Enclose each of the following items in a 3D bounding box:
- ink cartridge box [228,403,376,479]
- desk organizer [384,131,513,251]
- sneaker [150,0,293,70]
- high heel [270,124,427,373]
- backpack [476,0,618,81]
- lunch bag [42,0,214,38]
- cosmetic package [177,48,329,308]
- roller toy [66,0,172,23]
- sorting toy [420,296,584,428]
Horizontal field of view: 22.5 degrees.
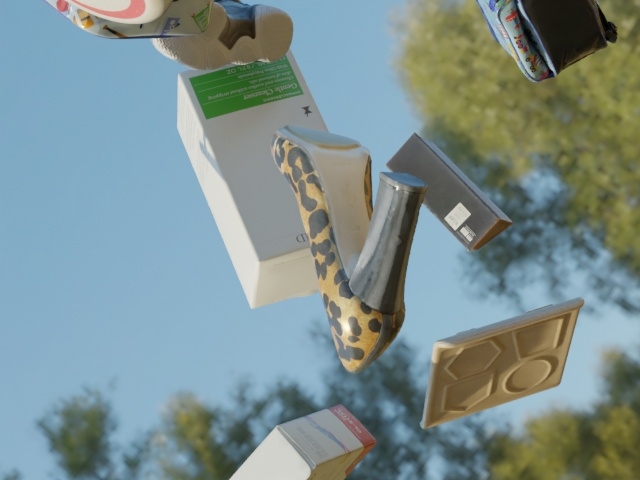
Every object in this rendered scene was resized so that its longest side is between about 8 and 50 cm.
[{"bbox_3d":[-0.027,0.277,1.957,0.127,0.072,0.175,-50,-18,20],"label":"ink cartridge box"},{"bbox_3d":[0.132,-0.047,1.631,0.047,0.130,0.050,-48,-23,14],"label":"desk organizer"},{"bbox_3d":[-0.179,-0.316,2.405,0.268,0.153,0.101,-6,-71,-45],"label":"sneaker"},{"bbox_3d":[0.000,0.000,1.490,0.093,0.261,0.186,5,-74,-30],"label":"high heel"},{"bbox_3d":[0.221,-0.277,1.729,0.117,0.173,0.158,-32,-44,4],"label":"backpack"},{"bbox_3d":[-0.289,-0.394,2.246,0.243,0.303,0.115,-10,-48,-37],"label":"lunch bag"},{"bbox_3d":[-0.076,-0.100,2.491,0.197,0.365,0.155,-17,-29,-16],"label":"cosmetic package"},{"bbox_3d":[-0.244,-0.344,1.842,0.191,0.209,0.146,100,-167,-71],"label":"roller toy"},{"bbox_3d":[0.216,0.146,1.959,0.193,0.038,0.208,-16,-33,-15],"label":"sorting toy"}]
